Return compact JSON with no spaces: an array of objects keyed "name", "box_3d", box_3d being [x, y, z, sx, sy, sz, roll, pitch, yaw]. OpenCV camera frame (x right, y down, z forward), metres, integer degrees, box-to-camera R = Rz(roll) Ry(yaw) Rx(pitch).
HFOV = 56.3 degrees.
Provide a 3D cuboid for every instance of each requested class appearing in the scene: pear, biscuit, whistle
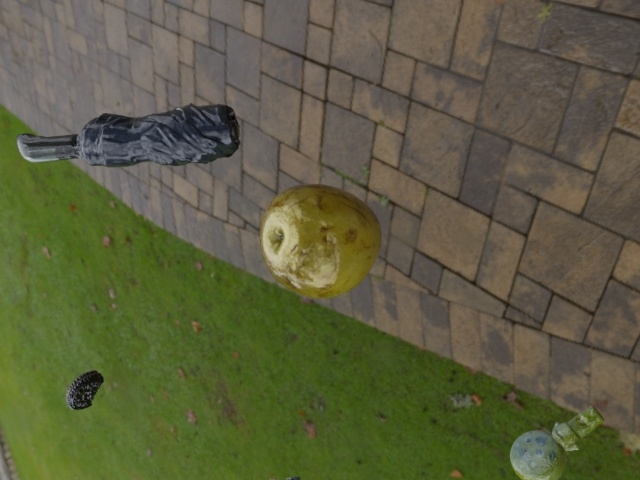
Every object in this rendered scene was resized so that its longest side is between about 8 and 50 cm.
[{"name":"pear","box_3d":[0.000,0.000,1.383,0.280,0.280,0.281,25,126,41]},{"name":"biscuit","box_3d":[-0.476,0.305,1.214,0.027,0.087,0.089,38,160,29]},{"name":"whistle","box_3d":[0.458,0.393,1.153,0.057,0.198,0.104,52,-178,-30]}]

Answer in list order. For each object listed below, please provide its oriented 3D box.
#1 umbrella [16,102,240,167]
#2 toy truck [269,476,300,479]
[{"name":"umbrella","box_3d":[-0.207,-0.103,0.644,0.248,0.071,0.071,-8,107,6]},{"name":"toy truck","box_3d":[-0.094,0.736,1.667,0.257,0.140,0.108,63,-161,-58]}]
